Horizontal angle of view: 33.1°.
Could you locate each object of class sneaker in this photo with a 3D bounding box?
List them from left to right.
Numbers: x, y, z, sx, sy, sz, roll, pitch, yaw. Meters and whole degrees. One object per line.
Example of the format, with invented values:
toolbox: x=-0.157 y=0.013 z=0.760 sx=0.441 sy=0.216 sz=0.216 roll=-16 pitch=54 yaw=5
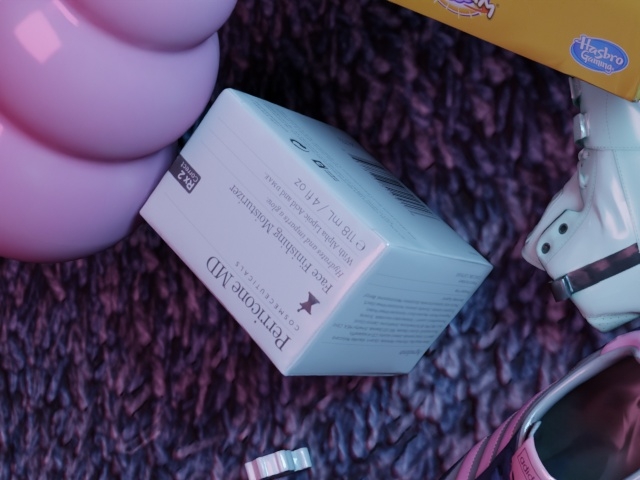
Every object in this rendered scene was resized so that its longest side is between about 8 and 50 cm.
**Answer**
sneaker: x=0.138 y=0.167 z=0.729 sx=0.319 sy=0.131 sz=0.112 roll=-49 pitch=63 yaw=18
sneaker: x=0.181 y=-0.063 z=0.751 sx=0.151 sy=0.094 sz=0.256 roll=-34 pitch=67 yaw=28

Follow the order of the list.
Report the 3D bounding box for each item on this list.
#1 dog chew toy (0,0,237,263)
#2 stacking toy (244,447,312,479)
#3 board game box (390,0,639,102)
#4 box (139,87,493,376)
dog chew toy: x=-0.167 y=-0.128 z=0.769 sx=0.332 sy=0.206 sz=0.206 roll=-45 pitch=63 yaw=40
stacking toy: x=-0.077 y=0.284 z=0.896 sx=0.221 sy=0.052 sz=0.167 roll=-27 pitch=71 yaw=28
board game box: x=0.133 y=-0.213 z=0.714 sx=0.316 sy=0.242 sz=0.064 roll=30 pitch=133 yaw=30
box: x=0.000 y=0.000 z=0.803 sx=0.181 sy=0.182 sz=0.119 roll=45 pitch=107 yaw=27
